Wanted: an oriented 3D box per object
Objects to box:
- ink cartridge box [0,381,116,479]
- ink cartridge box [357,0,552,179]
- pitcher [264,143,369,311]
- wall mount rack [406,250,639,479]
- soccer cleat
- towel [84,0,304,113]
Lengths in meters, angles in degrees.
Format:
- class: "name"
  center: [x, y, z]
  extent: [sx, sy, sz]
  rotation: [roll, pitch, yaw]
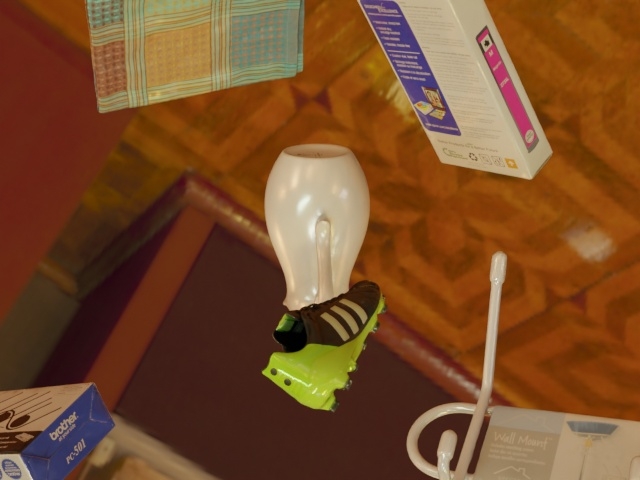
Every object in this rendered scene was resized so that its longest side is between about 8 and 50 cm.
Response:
- class: "ink cartridge box"
  center: [-0.276, 0.166, 1.032]
  extent: [0.207, 0.097, 0.046]
  rotation: [-10, 113, 34]
- class: "ink cartridge box"
  center: [0.169, -0.243, 1.703]
  extent: [0.176, 0.069, 0.371]
  rotation: [16, 148, 47]
- class: "pitcher"
  center: [0.000, 0.000, 1.498]
  extent: [0.125, 0.178, 0.207]
  rotation: [-3, 106, -8]
- class: "wall mount rack"
  center: [0.270, 0.166, 1.395]
  extent: [0.350, 0.304, 0.130]
  rotation: [5, 135, 20]
- class: "soccer cleat"
  center: [0.006, 0.071, 1.027]
  extent: [0.072, 0.179, 0.060]
  rotation: [30, 118, 1]
- class: "towel"
  center: [-0.198, -0.341, 2.106]
  extent: [0.370, 0.040, 0.271]
  rotation: [-15, 143, -15]
